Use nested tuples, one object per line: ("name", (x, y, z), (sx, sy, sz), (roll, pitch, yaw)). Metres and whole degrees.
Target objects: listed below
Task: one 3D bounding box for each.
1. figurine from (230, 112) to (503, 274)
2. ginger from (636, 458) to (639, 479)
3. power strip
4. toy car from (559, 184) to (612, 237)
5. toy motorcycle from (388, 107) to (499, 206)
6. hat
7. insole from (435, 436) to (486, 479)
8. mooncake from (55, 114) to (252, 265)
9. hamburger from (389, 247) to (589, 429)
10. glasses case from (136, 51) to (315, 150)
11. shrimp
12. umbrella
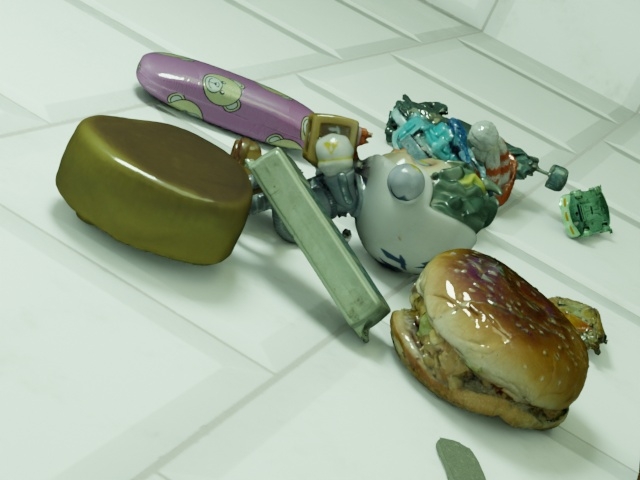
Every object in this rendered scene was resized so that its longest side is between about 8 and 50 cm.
("figurine", (0.062, -0.067, 1.863), (0.382, 0.186, 0.261), (16, 11, -10))
("ginger", (0.457, 0.239, 1.532), (0.269, 0.200, 0.223), (16, 24, -24))
("power strip", (0.000, 0.000, 1.654), (0.272, 0.052, 0.078), (56, 6, 17))
("toy car", (0.478, -0.047, 2.464), (0.186, 0.058, 0.093), (-11, 85, -59))
("toy motorcycle", (0.192, -0.117, 2.209), (0.206, 0.154, 0.260), (45, 12, -15))
("hat", (0.286, -0.141, 2.303), (0.093, 0.162, 0.112), (13, 60, 12))
("insole", (0.159, 0.262, 1.398), (0.063, 0.010, 0.192), (19, 20, -20))
("mooncake", (-0.187, -0.054, 1.617), (0.235, 0.117, 0.235), (25, 19, -10))
("hamburger", (0.210, 0.117, 1.644), (0.243, 0.146, 0.286), (30, 18, -9))
("glasses case", (-0.139, -0.219, 2.142), (0.316, 0.076, 0.123), (20, 22, -15))
("shrimp", (0.373, 0.123, 1.962), (0.091, 0.043, 0.184), (13, 16, -13))
("umbrella", (0.279, -0.161, 2.466), (0.349, 0.094, 0.143), (22, 38, 8))
